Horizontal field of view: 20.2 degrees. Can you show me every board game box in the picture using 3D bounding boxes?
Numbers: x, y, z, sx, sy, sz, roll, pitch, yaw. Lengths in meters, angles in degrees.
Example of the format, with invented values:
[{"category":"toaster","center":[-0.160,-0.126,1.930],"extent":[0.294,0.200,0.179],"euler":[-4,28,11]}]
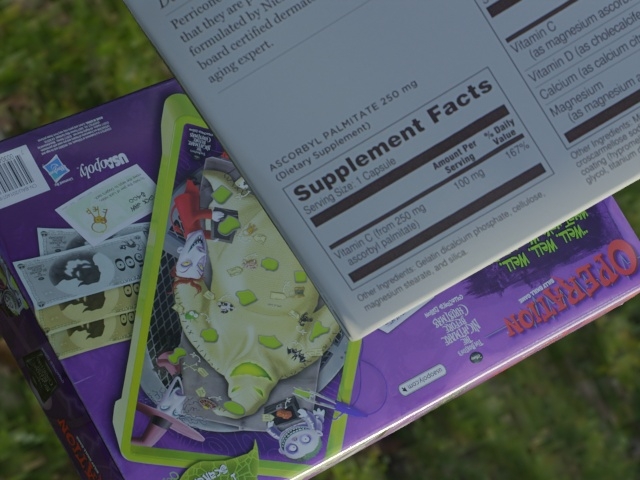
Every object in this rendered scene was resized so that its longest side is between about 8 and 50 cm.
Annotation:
[{"category":"board game box","center":[0.000,0.000,0.920],"extent":[0.347,0.056,0.208],"euler":[-24,75,-35]}]

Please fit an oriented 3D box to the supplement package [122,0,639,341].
[{"category":"supplement package","center":[0.084,-0.121,0.637],"extent":[0.145,0.262,0.204],"euler":[57,12,-17]}]
